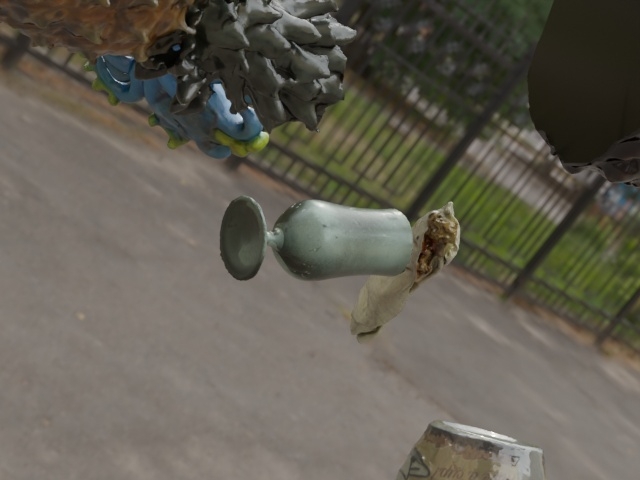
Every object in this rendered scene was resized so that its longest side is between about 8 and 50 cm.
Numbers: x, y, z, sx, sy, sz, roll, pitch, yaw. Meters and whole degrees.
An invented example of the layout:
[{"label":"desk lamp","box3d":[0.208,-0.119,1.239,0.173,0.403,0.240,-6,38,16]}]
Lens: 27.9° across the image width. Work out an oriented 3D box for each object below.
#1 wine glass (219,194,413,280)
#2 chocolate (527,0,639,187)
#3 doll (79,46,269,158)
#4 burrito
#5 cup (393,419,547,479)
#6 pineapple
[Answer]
[{"label":"wine glass","box3d":[0.000,0.000,1.579,0.231,0.103,0.103,2,31,-35]},{"label":"chocolate","box3d":[0.286,-0.125,0.972,0.177,0.224,0.206,24,-7,-23]},{"label":"doll","box3d":[-0.198,-0.265,1.796,0.346,0.099,0.341,3,-53,40]},{"label":"burrito","box3d":[0.133,0.064,2.099,0.076,0.117,0.392,20,-30,-11]},{"label":"cup","box3d":[0.189,0.353,1.467,0.301,0.257,0.227,13,0,43]},{"label":"pineapple","box3d":[-0.083,-0.152,0.706,0.279,0.157,0.158,26,16,-41]}]
